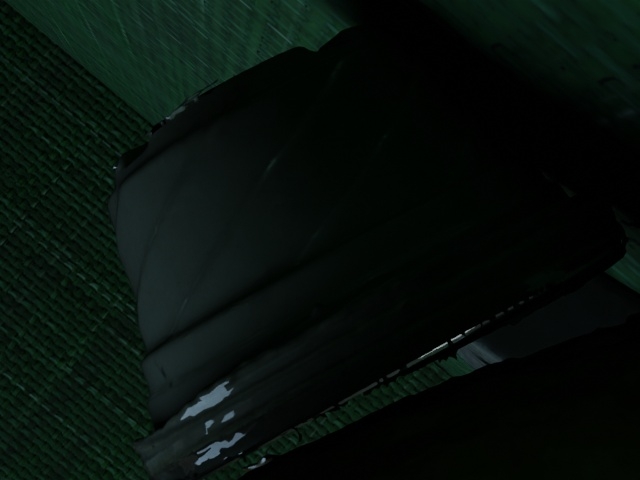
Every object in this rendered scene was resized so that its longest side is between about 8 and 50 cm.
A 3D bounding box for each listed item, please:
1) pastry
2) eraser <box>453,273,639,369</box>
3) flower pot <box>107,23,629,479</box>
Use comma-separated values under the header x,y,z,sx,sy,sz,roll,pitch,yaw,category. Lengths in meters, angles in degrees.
x,y,z,sx,sy,sz,roll,pitch,yaw,category
0.071,0.114,0.511,0.329,0.329,0.136,77,169,-84,pastry
0.164,0.081,0.766,0.352,0.077,0.111,37,176,42,eraser
0.000,0.000,0.597,0.141,0.235,0.235,60,178,3,flower pot
